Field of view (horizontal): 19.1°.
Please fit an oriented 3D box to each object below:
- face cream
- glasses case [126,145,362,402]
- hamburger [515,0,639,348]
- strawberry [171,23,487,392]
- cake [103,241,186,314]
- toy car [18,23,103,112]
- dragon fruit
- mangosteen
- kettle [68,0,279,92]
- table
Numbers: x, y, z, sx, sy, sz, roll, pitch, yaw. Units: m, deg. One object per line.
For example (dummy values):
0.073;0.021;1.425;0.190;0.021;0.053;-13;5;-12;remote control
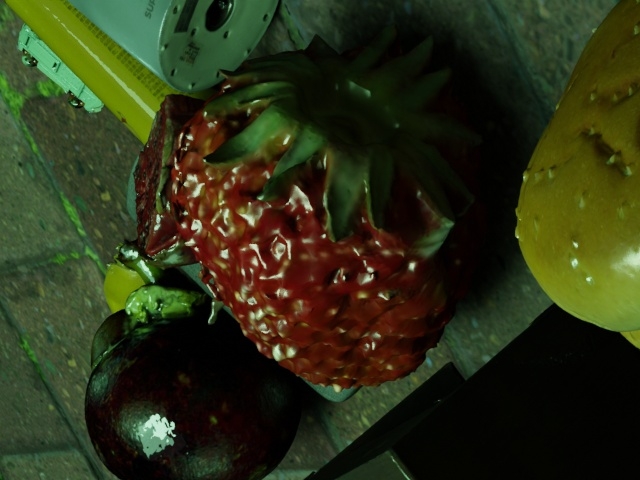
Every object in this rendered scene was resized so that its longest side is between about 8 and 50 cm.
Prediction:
-0.223;-0.218;1.861;0.348;0.105;0.105;46;143;9;face cream
-0.062;0.020;1.906;0.323;0.074;0.131;42;141;15;glasses case
0.269;-0.066;1.326;0.170;0.290;0.314;32;155;-25;hamburger
-0.002;-0.001;1.651;0.292;0.292;0.343;37;139;20;strawberry
-0.214;0.093;2.129;0.116;0.080;0.185;38;145;15;cake
-0.268;-0.186;1.994;0.122;0.035;0.059;40;142;3;toy car
-0.091;-0.053;1.747;0.120;0.161;0.127;125;138;-52;dragon fruit
-0.144;0.130;1.972;0.231;0.231;0.289;-7;100;49;mangosteen
-0.164;-0.285;1.719;0.243;0.160;0.210;36;115;25;kettle
0.142;0.217;1.673;0.196;0.282;0.250;52;143;1;table
